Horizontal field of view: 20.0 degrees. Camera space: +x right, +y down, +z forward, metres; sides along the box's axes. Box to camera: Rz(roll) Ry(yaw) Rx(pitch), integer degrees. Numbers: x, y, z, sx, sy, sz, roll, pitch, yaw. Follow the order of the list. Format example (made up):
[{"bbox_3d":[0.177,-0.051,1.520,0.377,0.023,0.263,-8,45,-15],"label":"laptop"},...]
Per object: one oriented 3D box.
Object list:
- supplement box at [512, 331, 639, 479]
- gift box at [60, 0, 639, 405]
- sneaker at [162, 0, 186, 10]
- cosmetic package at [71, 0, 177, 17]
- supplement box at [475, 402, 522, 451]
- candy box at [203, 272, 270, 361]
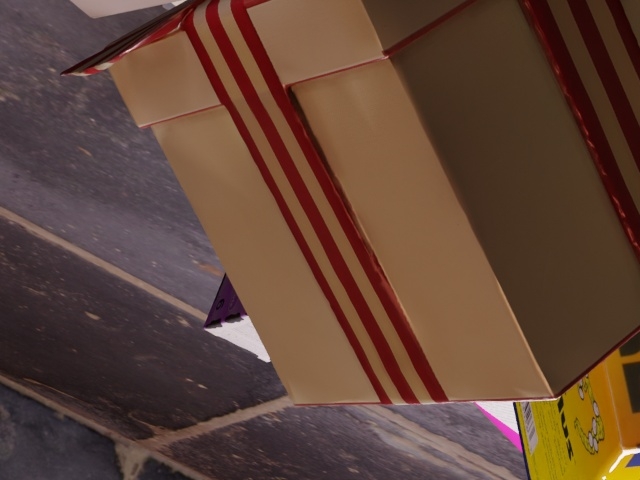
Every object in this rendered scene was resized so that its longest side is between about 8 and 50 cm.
[{"bbox_3d":[0.247,0.080,1.229,0.194,0.195,0.356,-9,159,-3],"label":"supplement box"},{"bbox_3d":[0.045,-0.073,0.937,0.276,0.255,0.258,-10,110,50],"label":"gift box"},{"bbox_3d":[-0.106,-0.252,1.034,0.131,0.112,0.319,-14,144,34],"label":"sneaker"},{"bbox_3d":[-0.100,-0.257,0.798,0.224,0.224,0.138,37,156,-34],"label":"cosmetic package"},{"bbox_3d":[0.207,0.116,1.590,0.111,0.114,0.220,10,158,36],"label":"supplement box"},{"bbox_3d":[0.000,0.000,1.439,0.070,0.165,0.196,28,159,-19],"label":"candy box"}]
